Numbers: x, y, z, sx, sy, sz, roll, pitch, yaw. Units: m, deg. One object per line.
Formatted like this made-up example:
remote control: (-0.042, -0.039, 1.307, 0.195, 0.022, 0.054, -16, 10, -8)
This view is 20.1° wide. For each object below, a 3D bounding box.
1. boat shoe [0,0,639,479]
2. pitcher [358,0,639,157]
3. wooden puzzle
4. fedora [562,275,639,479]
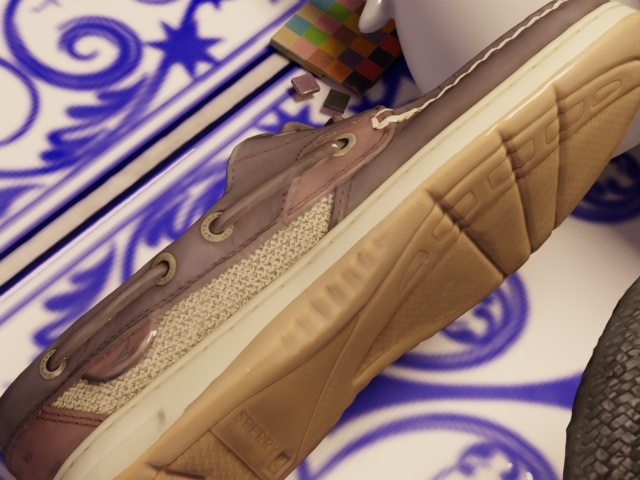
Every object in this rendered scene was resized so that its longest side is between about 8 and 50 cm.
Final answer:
boat shoe: (0.000, 0.000, 0.652, 0.285, 0.103, 0.092, -43, 61, -7)
pitcher: (0.062, -0.131, 0.787, 0.177, 0.125, 0.207, -12, 58, 3)
wooden puzzle: (0.010, -0.090, 0.813, 0.049, 0.006, 0.083, 33, 54, 13)
fedora: (0.226, 0.138, 0.596, 0.334, 0.152, 0.334, 6, 53, -8)
